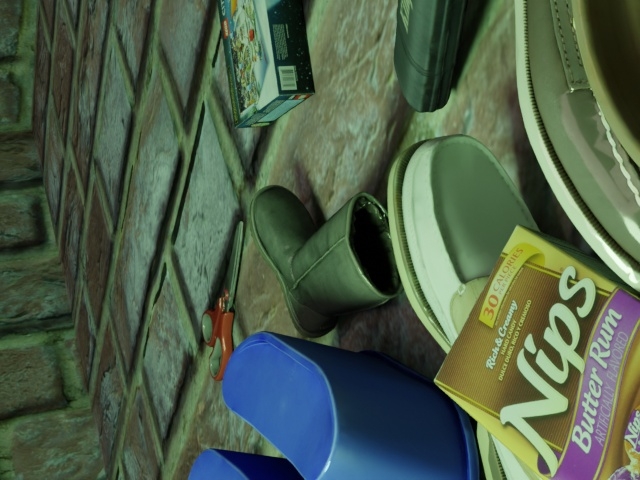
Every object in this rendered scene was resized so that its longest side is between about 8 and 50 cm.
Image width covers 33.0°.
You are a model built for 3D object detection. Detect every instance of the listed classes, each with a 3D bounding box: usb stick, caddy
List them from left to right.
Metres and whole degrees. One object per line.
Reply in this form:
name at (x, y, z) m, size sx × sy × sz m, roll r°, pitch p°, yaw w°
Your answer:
caddy at (0.015, 0.221, 0.978) m, size 0.341 × 0.179 × 0.241 m, roll 22°, pitch 94°, yaw 66°
usb stick at (0.079, -0.177, 0.757) m, size 0.278 × 0.045 × 0.077 m, roll 85°, pitch 178°, yaw -71°

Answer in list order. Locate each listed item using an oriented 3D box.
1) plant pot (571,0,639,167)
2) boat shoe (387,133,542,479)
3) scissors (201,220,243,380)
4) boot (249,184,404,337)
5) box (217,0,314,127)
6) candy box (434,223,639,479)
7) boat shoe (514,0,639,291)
plant pot at (0.220, -0.120, 0.431) m, size 0.237 × 0.109 × 0.237 m, roll 16°, pitch 109°, yaw 60°
boat shoe at (0.139, 0.060, 0.717) m, size 0.302 × 0.113 × 0.103 m, roll 69°, pitch 155°, yaw 8°
scissors at (-0.125, 0.094, 1.503) m, size 0.297 × 0.021 × 0.109 m, roll 117°, pitch 143°, yaw -53°
boot at (0.002, -0.002, 1.078) m, size 0.190 × 0.076 × 0.208 m, roll 63°, pitch 161°, yaw 11°
box at (-0.070, -0.258, 1.224) m, size 0.159 × 0.044 × 0.233 m, roll 162°, pitch 101°, yaw -68°
candy box at (0.151, 0.080, 0.569) m, size 0.186 × 0.053 × 0.109 m, roll 40°, pitch 108°, yaw 51°
boat shoe at (0.169, -0.129, 0.575) m, size 0.097 × 0.116 × 0.324 m, roll 124°, pitch 141°, yaw -63°
